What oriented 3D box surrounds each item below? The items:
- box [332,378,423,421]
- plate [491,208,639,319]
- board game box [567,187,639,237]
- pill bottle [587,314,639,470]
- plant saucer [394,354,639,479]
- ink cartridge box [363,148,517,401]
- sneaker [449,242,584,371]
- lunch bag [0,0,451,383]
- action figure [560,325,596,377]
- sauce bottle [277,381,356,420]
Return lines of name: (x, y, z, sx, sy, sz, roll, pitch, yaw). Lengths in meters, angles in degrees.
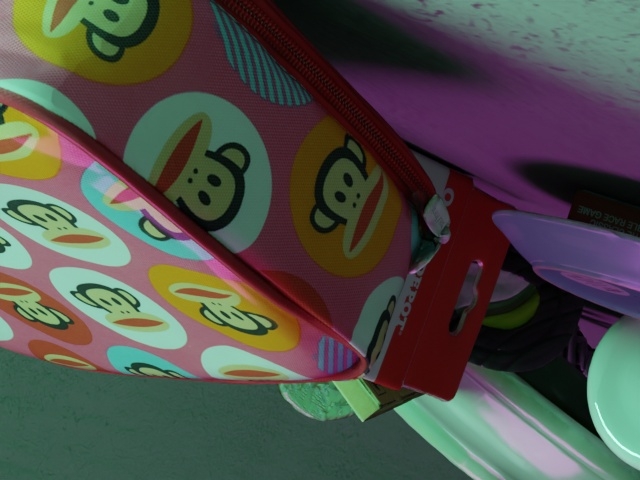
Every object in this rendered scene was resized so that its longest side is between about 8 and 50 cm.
box: (0.005, 0.032, 1.175, 0.201, 0.021, 0.164, 53, -161, 11)
plate: (0.176, 0.026, 0.879, 0.188, 0.024, 0.188, 19, 176, 1)
board game box: (0.229, 0.026, 0.991, 0.145, 0.027, 0.281, 17, 175, 15)
pill bottle: (0.297, 0.126, 1.257, 0.131, 0.131, 0.229, 17, 176, 30)
plant saucer: (0.152, 0.136, 1.406, 0.400, 0.100, 0.400, 37, -173, -6)
ink cartridge box: (0.000, 0.000, 0.955, 0.231, 0.134, 0.078, 23, 176, -41)
sneaker: (0.021, -0.001, 1.096, 0.300, 0.111, 0.121, 26, -177, -16)
lunch bag: (-0.097, -0.017, 0.725, 0.293, 0.120, 0.258, -1, 146, 47)
action figure: (0.266, 0.126, 1.702, 0.285, 0.099, 0.185, 24, -179, -9)
sauce bottle: (-0.015, 0.062, 1.639, 0.111, 0.111, 0.344, 21, -165, -17)
